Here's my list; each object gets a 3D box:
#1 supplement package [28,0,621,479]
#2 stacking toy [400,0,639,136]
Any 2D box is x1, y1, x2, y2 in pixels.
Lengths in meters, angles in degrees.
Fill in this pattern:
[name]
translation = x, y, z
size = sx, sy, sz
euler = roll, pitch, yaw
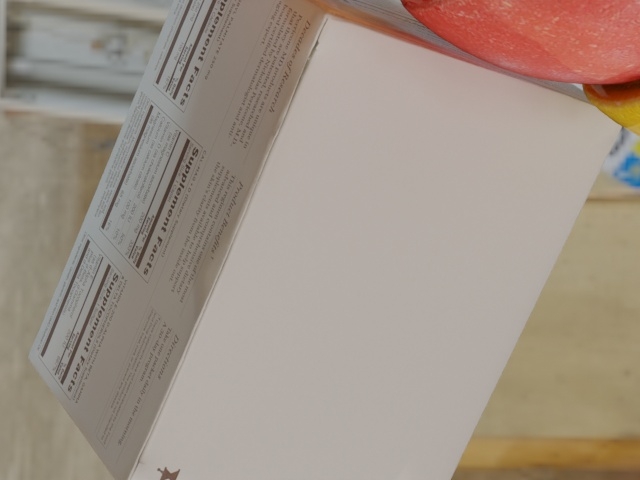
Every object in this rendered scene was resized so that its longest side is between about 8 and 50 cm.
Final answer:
[supplement package]
translation = 0.000, 0.000, 0.910
size = 0.145, 0.204, 0.261
euler = 43, 113, 51
[stacking toy]
translation = 0.179, -0.148, 0.783
size = 0.350, 0.480, 0.350
euler = -42, 16, 15
